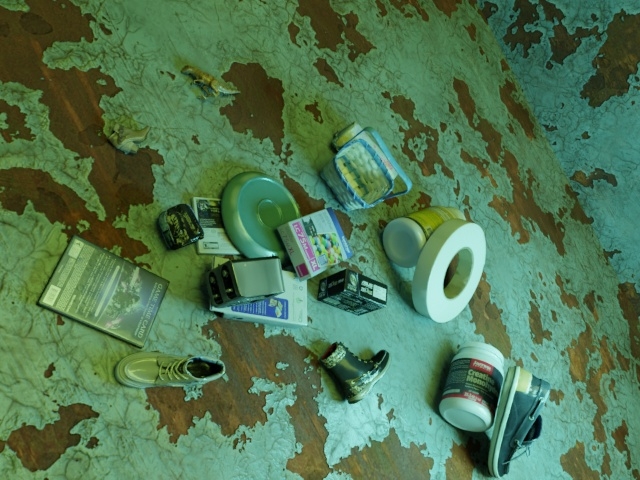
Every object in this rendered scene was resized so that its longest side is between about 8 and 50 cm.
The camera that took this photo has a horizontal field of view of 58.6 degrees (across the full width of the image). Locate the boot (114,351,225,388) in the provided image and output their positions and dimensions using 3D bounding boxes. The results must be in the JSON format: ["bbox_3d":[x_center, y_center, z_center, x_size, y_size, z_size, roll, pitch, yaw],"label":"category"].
[{"bbox_3d":[-0.371,0.319,1.433,0.258,0.123,0.095,7,68,-36],"label":"boot"}]

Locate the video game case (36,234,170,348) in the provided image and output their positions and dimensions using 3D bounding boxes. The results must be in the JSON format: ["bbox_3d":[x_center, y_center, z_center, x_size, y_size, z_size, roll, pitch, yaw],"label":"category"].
[{"bbox_3d":[-0.539,0.131,1.443,0.274,0.026,0.196,32,55,-26],"label":"video game case"}]

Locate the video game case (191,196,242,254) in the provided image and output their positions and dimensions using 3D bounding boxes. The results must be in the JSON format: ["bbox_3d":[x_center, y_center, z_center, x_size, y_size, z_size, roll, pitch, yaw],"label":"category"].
[{"bbox_3d":[-0.291,-0.042,1.714,0.190,0.022,0.173,2,72,-37],"label":"video game case"}]

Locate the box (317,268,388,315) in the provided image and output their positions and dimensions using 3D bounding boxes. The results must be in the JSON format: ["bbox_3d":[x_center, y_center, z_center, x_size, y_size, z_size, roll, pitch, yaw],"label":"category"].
[{"bbox_3d":[0.106,0.172,1.860,0.180,0.147,0.078,23,59,-29],"label":"box"}]

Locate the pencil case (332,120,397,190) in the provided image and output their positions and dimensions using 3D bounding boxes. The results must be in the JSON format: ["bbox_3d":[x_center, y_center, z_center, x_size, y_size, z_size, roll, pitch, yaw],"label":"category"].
[{"bbox_3d":[0.168,-0.313,2.131,0.273,0.113,0.124,44,62,-16],"label":"pencil case"}]

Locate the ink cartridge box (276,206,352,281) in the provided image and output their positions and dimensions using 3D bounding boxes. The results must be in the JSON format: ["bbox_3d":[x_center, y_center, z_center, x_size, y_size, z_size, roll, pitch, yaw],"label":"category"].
[{"bbox_3d":[0.000,0.000,1.857,0.311,0.065,0.186,-23,90,-57],"label":"ink cartridge box"}]

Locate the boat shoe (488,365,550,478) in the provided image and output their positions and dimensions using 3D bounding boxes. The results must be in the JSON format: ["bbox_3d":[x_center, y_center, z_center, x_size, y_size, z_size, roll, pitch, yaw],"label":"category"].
[{"bbox_3d":[0.675,0.648,1.958,0.187,0.155,0.501,-52,149,-53],"label":"boat shoe"}]

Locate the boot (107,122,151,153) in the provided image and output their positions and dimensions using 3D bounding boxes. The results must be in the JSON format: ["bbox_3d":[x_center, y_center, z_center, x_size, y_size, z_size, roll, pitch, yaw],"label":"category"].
[{"bbox_3d":[-0.541,-0.302,1.608,0.086,0.042,0.119,33,54,-21],"label":"boot"}]

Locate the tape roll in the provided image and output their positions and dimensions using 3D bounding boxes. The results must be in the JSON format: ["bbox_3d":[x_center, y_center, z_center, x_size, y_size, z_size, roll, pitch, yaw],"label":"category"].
[{"bbox_3d":[0.479,0.112,2.095,0.391,0.072,0.393,-22,122,-40],"label":"tape roll"}]

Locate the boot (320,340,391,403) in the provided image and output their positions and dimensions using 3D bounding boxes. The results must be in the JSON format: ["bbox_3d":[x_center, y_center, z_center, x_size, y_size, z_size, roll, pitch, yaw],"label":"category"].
[{"bbox_3d":[0.118,0.382,1.826,0.179,0.085,0.236,53,49,-6],"label":"boot"}]

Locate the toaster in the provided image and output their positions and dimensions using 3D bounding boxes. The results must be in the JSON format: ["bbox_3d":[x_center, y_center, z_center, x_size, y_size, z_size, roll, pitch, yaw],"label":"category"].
[{"bbox_3d":[-0.199,0.110,1.546,0.185,0.168,0.110,-5,77,-39],"label":"toaster"}]

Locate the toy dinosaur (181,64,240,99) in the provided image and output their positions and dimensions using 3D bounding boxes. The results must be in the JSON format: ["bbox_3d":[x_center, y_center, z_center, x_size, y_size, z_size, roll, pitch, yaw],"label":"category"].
[{"bbox_3d":[-0.343,-0.498,1.831,0.211,0.064,0.113,24,58,-30],"label":"toy dinosaur"}]

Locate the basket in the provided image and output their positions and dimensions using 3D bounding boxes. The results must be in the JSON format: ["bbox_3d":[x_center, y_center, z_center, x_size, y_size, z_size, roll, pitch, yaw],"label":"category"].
[{"bbox_3d":[0.153,-0.241,1.967,0.201,0.288,0.255,-41,103,-31],"label":"basket"}]

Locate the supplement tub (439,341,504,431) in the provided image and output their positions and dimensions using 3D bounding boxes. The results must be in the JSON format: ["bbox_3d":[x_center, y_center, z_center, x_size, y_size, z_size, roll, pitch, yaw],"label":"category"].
[{"bbox_3d":[0.546,0.521,2.039,0.191,0.191,0.272,41,52,-19],"label":"supplement tub"}]

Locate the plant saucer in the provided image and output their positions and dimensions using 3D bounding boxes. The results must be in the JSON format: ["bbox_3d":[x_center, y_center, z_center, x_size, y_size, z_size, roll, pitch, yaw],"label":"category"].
[{"bbox_3d":[-0.168,-0.076,1.790,0.317,0.043,0.318,21,58,-38],"label":"plant saucer"}]

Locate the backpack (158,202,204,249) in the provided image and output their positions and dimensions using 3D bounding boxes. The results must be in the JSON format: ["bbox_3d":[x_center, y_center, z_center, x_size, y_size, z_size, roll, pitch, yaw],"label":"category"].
[{"bbox_3d":[-0.396,-0.038,1.585,0.105,0.084,0.115,-26,94,-42],"label":"backpack"}]

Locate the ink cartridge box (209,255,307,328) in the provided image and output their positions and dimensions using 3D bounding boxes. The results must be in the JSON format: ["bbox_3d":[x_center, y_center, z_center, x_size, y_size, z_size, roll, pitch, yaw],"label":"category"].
[{"bbox_3d":[-0.188,0.158,1.687,0.332,0.065,0.166,16,63,-35],"label":"ink cartridge box"}]

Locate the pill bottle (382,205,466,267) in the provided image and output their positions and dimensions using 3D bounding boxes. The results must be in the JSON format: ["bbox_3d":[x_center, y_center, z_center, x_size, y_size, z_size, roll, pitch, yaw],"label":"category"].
[{"bbox_3d":[0.404,-0.026,2.152,0.333,0.187,0.188,-19,84,-42],"label":"pill bottle"}]
